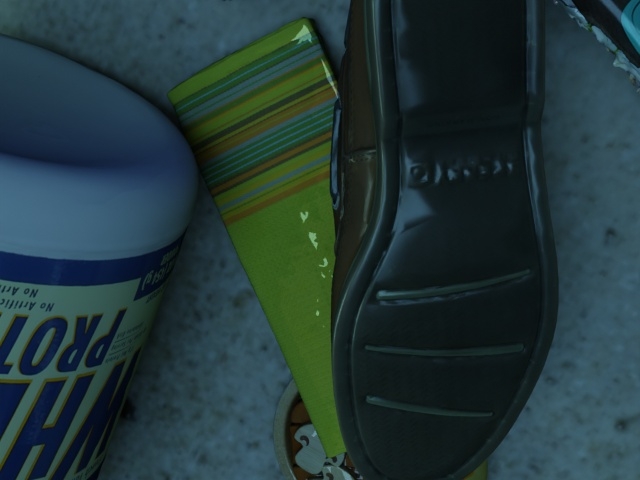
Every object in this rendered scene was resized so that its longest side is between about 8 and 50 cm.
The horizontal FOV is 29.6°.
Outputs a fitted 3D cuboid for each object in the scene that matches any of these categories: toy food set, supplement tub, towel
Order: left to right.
[{"bbox_3d":[-0.223,0.062,0.673,0.235,0.235,0.325,25,110,8],"label":"supplement tub"},{"bbox_3d":[0.000,0.000,0.694,0.102,0.021,0.237,-24,90,23],"label":"towel"},{"bbox_3d":[0.032,0.124,0.724,0.132,0.038,0.192,-7,103,17],"label":"toy food set"}]

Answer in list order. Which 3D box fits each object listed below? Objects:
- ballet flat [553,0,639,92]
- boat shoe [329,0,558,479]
[{"bbox_3d":[0.151,-0.130,0.600,0.091,0.077,0.241,-33,93,2],"label":"ballet flat"},{"bbox_3d":[0.059,-0.023,0.616,0.110,0.104,0.307,2,112,-8],"label":"boat shoe"}]
